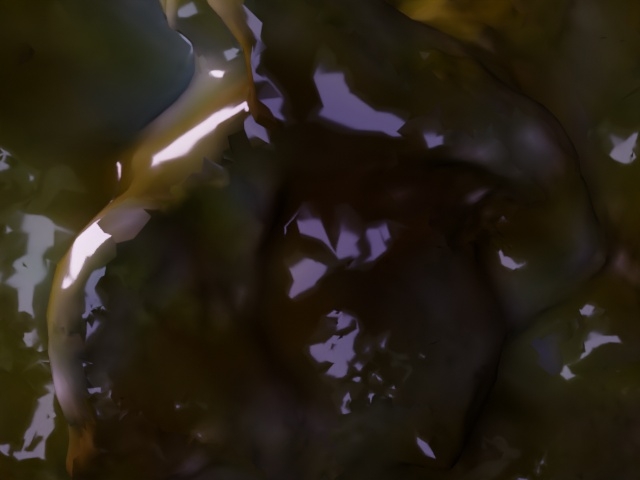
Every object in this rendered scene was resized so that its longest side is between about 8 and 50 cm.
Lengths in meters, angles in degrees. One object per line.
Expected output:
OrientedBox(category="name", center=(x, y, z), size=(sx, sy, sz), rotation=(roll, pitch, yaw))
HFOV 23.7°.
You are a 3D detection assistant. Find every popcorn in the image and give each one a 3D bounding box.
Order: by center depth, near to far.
OrientedBox(category="popcorn", center=(0.002, -0.008, 0.471), size=(0.247, 0.282, 0.282), rotation=(48, 127, 49))
